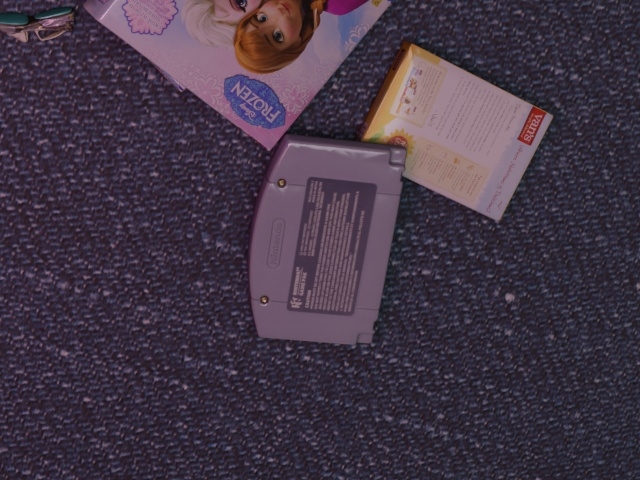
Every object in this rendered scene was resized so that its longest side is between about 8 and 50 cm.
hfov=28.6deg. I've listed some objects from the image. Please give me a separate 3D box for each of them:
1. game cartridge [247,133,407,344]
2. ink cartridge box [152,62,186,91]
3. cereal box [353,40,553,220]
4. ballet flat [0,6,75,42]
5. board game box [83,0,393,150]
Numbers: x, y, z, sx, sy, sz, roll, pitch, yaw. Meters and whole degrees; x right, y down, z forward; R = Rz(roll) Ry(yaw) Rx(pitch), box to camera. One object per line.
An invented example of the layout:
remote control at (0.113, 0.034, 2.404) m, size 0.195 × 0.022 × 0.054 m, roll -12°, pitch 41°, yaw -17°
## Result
game cartridge at (0.000, 0.000, 1.750) m, size 0.198 × 0.062 × 0.297 m, roll 7°, pitch 111°, yaw -7°
ink cartridge box at (-0.181, -0.350, 1.652) m, size 0.224 × 0.045 × 0.223 m, roll -43°, pitch 109°, yaw 0°
cereal box at (0.186, -0.153, 1.777) m, size 0.240 × 0.047 × 0.173 m, roll 25°, pitch 98°, yaw -17°
ballet flat at (-0.375, -0.277, 1.635) m, size 0.114 × 0.041 × 0.041 m, roll -8°, pitch 105°, yaw -9°
board game box at (-0.080, -0.324, 1.606) m, size 0.318 × 0.066 × 0.318 m, roll 35°, pitch 97°, yaw -38°
